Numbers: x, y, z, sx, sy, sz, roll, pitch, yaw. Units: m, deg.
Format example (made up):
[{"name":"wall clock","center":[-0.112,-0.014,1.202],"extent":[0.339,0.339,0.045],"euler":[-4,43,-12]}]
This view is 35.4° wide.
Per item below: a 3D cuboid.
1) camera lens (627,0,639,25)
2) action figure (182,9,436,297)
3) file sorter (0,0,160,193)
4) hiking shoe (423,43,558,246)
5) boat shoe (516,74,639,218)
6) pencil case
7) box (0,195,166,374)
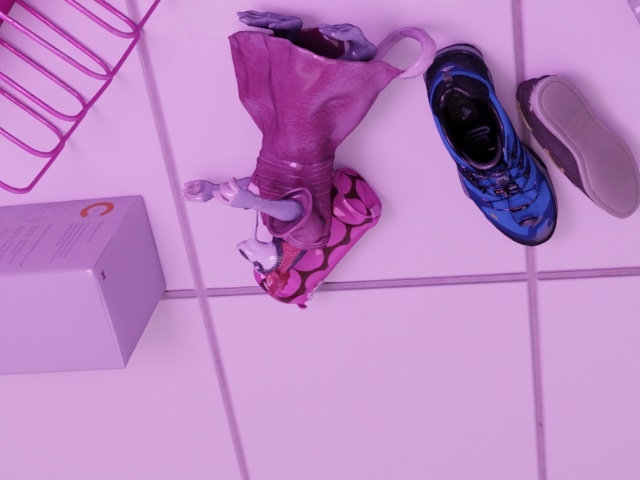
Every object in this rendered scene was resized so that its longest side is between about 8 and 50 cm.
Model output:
[{"name":"camera lens","center":[0.460,-0.327,1.076],"extent":[0.274,0.219,0.219],"euler":[-28,112,23]},{"name":"action figure","center":[-0.028,-0.106,1.310],"extent":[0.275,0.248,0.370],"euler":[-4,111,-19]},{"name":"file sorter","center":[-0.358,-0.235,1.279],"extent":[0.182,0.202,0.291],"euler":[35,119,-15]},{"name":"hiking shoe","center":[0.215,-0.100,1.298],"extent":[0.113,0.132,0.304],"euler":[-26,113,22]},{"name":"boat shoe","center":[0.337,-0.123,1.306],"extent":[0.081,0.068,0.228],"euler":[-44,111,-9]},{"name":"pencil case","center":[0.000,0.000,1.418],"extent":[0.098,0.095,0.209],"euler":[49,121,16]},{"name":"box","center":[-0.430,0.066,1.454],"extent":[0.345,0.215,0.168],"euler":[-4,119,12]}]
